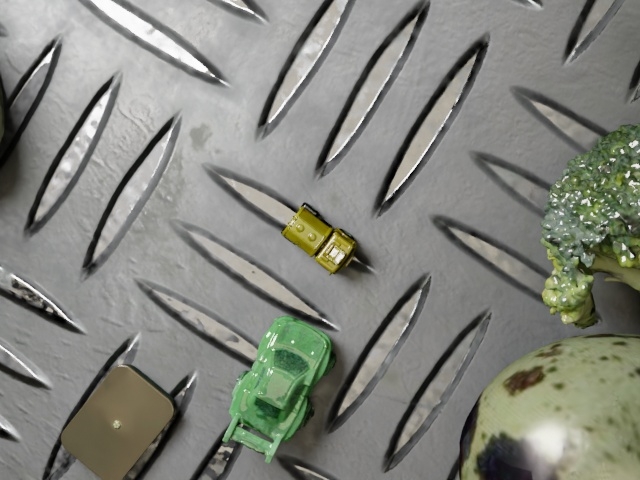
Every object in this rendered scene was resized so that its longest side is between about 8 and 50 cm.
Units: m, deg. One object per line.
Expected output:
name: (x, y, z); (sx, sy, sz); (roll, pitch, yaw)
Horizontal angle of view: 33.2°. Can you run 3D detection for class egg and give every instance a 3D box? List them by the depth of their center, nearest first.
egg: (0.324, 0.238, 1.075); (0.379, 0.287, 0.288); (5, 95, -9)

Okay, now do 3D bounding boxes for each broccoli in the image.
broccoli: (0.355, 0.008, 1.105); (0.263, 0.247, 0.243); (-47, 128, -30)

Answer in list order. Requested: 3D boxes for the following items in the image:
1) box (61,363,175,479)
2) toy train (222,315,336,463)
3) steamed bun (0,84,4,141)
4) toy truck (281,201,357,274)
box: (-0.233, 0.211, 1.247); (0.091, 0.031, 0.126); (38, 96, 1)
toy train: (-0.046, 0.164, 1.204); (0.099, 0.081, 0.149); (27, 96, 3)
steamed bun: (-0.476, -0.186, 1.133); (0.272, 0.273, 0.290); (-20, 62, -23)
toy truck: (0.000, 0.000, 1.202); (0.083, 0.054, 0.049); (37, 96, 0)
